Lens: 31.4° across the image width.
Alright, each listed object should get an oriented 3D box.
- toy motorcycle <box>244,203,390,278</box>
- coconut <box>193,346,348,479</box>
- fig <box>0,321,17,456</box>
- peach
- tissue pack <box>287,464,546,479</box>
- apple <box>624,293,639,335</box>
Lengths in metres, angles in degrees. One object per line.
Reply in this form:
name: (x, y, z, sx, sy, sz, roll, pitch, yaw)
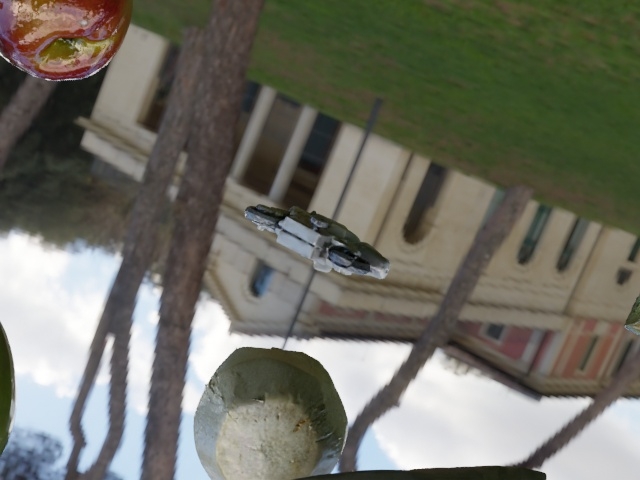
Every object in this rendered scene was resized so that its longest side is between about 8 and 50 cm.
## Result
toy motorcycle: (0.000, 0.000, 1.678, 0.228, 0.074, 0.151, 25, -172, 31)
coconut: (-0.051, 0.185, 1.175, 0.161, 0.161, 0.162, 21, -171, -5)
fig: (-0.556, 0.198, 1.575, 0.316, 0.316, 0.316, 22, -170, -4)
peach: (-0.342, -0.331, 1.463, 0.199, 0.243, 0.243, 4, -161, -39)
tissue pack: (0.093, 0.300, 0.995, 0.305, 0.239, 0.238, 1, -164, -16)
apple: (0.480, 0.044, 1.325, 0.120, 0.193, 0.265, 55, -146, -3)
